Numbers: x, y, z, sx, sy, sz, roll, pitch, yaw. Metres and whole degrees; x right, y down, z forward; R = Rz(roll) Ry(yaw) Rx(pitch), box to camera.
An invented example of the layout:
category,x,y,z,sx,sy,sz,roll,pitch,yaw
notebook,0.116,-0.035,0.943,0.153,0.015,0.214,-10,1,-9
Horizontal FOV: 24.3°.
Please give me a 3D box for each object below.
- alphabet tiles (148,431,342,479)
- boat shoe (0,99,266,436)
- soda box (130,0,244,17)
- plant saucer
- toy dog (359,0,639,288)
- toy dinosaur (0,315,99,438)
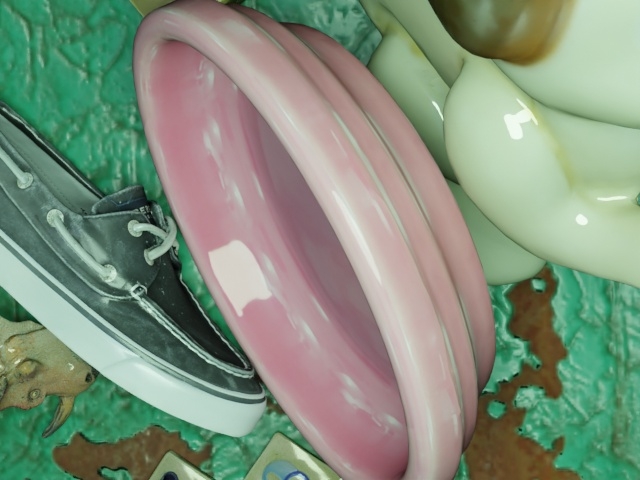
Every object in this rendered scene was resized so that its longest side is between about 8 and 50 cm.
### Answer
category,x,y,z,sx,sy,sz,roll,pitch,yaw
alphabet tiles,-0.014,0.314,1.063,0.342,0.011,0.285,34,96,2
boat shoe,-0.144,0.010,1.007,0.301,0.108,0.102,39,101,8
soda box,-0.048,-0.207,1.001,0.181,0.058,0.061,-39,91,6
plant saucer,0.000,0.000,0.897,0.084,0.332,0.332,-28,92,-18
toy dog,0.158,-0.159,0.775,0.284,0.408,0.395,-25,94,-2
toy dinosaur,-0.321,0.081,1.024,0.295,0.127,0.200,-9,118,18
